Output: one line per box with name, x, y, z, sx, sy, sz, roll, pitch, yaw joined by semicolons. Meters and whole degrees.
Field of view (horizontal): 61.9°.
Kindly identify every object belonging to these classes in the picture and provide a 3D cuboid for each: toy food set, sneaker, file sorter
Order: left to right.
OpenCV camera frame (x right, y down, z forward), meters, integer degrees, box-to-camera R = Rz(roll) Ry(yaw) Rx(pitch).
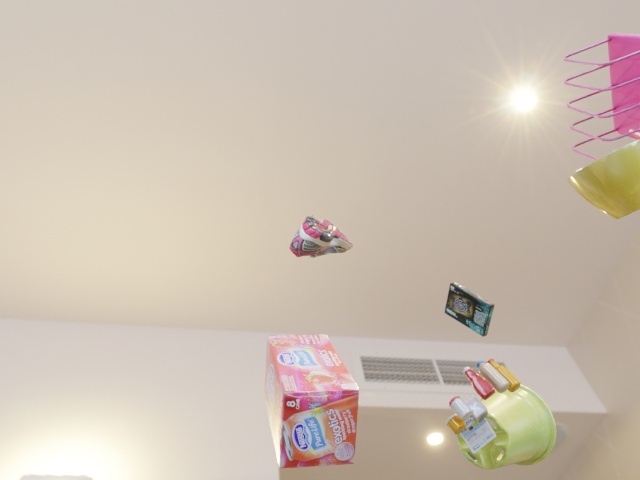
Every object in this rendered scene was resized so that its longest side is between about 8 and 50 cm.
sneaker;0.000;0.000;1.682;0.112;0.121;0.299;-50;-26;14
toy food set;0.420;0.410;1.456;0.232;0.104;0.111;-35;-44;-7
file sorter;0.790;-0.379;1.442;0.183;0.202;0.290;-22;-64;-3

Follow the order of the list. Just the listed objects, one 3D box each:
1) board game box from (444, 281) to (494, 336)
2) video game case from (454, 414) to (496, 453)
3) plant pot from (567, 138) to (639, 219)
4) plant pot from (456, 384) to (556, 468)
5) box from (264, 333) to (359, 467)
board game box;0.526;0.243;1.901;0.026;0.186;0.126;-9;-63;-33
video game case;0.443;0.542;1.550;0.087;0.011;0.122;-33;-89;-11
plant pot;0.485;-0.090;0.858;0.134;0.095;0.134;-24;-11;-5
plant pot;0.587;0.625;1.753;0.254;0.276;0.276;4;-49;-47
box;-0.025;0.263;0.922;0.123;0.257;0.128;2;-80;-12
